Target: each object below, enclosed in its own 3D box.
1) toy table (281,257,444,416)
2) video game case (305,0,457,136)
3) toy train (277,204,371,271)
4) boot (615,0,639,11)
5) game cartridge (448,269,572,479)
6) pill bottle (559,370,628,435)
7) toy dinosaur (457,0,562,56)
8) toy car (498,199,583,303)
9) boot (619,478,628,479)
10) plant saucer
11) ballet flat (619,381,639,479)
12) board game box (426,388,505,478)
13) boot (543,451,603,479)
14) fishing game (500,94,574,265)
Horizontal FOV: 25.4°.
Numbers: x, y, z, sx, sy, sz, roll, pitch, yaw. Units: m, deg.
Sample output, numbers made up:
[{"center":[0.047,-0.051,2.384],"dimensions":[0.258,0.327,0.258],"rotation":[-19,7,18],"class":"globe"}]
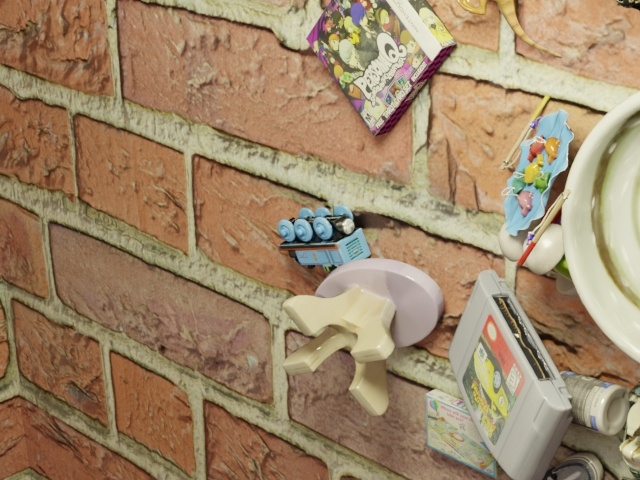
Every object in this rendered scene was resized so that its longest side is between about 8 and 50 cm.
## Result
[{"center":[0.060,0.147,2.345],"dimensions":[0.252,0.161,0.274],"rotation":[45,144,-8],"class":"toy table"},{"center":[0.091,-0.313,2.228],"dimensions":[0.210,0.041,0.232],"rotation":[57,140,15],"class":"video game case"},{"center":[0.000,0.000,2.457],"dimensions":[0.184,0.080,0.105],"rotation":[-4,111,50],"class":"toy train"},{"center":[0.416,-0.285,1.786],"dimensions":[0.077,0.137,0.198],"rotation":[-11,100,51],"class":"boot"},{"center":[0.281,0.213,2.163],"dimensions":[0.294,0.060,0.196],"rotation":[-115,27,-44],"class":"game cartridge"},{"center":[0.385,0.238,2.121],"dimensions":[0.137,0.078,0.078],"rotation":[13,117,45],"class":"pill bottle"},{"center":[0.254,-0.346,2.005],"dimensions":[0.112,0.064,0.212],"rotation":[-6,103,49],"class":"toy dinosaur"},{"center":[0.355,0.003,2.000],"dimensions":[0.136,0.159,0.182],"rotation":[-58,21,1],"class":"toy car"},{"center":[0.418,0.409,2.165],"dimensions":[0.099,0.045,0.121],"rotation":[7,121,19],"class":"boot"},{"center":[0.506,-0.014,1.808],"dimensions":[0.400,0.100,0.401],"rotation":[11,108,36],"class":"plant saucer"},{"center":[0.462,0.281,2.063],"dimensions":[0.070,0.070,0.188],"rotation":[24,125,41],"class":"ballet flat"},{"center":[0.241,0.321,2.369],"dimensions":[0.154,0.026,0.103],"rotation":[21,122,43],"class":"board game box"},{"center":[0.360,0.396,2.219],"dimensions":[0.069,0.086,0.190],"rotation":[56,140,14],"class":"boot"},{"center":[0.291,-0.097,1.958],"dimensions":[0.041,0.264,0.189],"rotation":[21,126,-13],"class":"fishing game"}]
